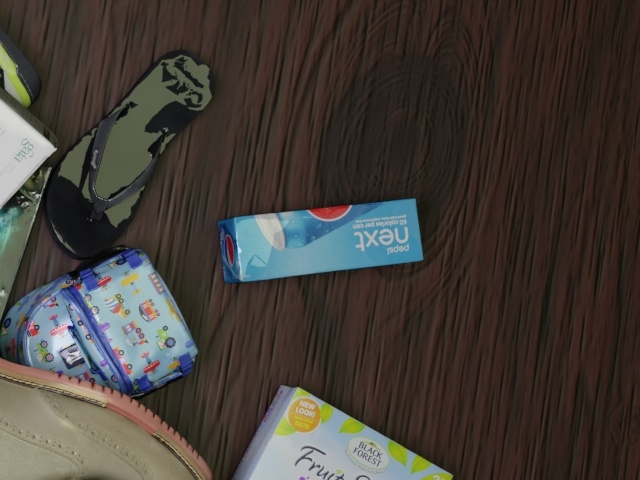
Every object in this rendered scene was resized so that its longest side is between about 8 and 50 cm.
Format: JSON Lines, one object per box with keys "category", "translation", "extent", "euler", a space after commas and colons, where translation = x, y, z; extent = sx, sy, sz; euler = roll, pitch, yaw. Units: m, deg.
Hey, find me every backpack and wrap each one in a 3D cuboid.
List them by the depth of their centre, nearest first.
{"category": "backpack", "translation": [-0.232, 0.102, 1.665], "extent": [0.173, 0.117, 0.158], "euler": [-25, 95, -16]}

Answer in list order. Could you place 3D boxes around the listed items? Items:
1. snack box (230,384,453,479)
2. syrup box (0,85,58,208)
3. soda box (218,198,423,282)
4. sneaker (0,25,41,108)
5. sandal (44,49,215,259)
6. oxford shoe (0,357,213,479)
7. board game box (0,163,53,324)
{"category": "snack box", "translation": [0.012, 0.279, 1.763], "extent": [0.207, 0.070, 0.174], "euler": [32, 78, -16]}
{"category": "syrup box", "translation": [-0.372, -0.139, 1.582], "extent": [0.237, 0.096, 0.093], "euler": [42, 92, -16]}
{"category": "soda box", "translation": [0.000, 0.000, 1.775], "extent": [0.210, 0.067, 0.071], "euler": [-6, 89, -20]}
{"category": "sneaker", "translation": [-0.380, -0.205, 1.645], "extent": [0.097, 0.084, 0.234], "euler": [-43, 101, -15]}
{"category": "sandal", "translation": [-0.204, -0.097, 1.716], "extent": [0.097, 0.054, 0.254], "euler": [35, 77, -14]}
{"category": "oxford shoe", "translation": [-0.283, 0.193, 1.535], "extent": [0.397, 0.140, 0.146], "euler": [28, 59, -24]}
{"category": "board game box", "translation": [-0.360, -0.006, 1.661], "extent": [0.126, 0.026, 0.186], "euler": [17, 81, -6]}
